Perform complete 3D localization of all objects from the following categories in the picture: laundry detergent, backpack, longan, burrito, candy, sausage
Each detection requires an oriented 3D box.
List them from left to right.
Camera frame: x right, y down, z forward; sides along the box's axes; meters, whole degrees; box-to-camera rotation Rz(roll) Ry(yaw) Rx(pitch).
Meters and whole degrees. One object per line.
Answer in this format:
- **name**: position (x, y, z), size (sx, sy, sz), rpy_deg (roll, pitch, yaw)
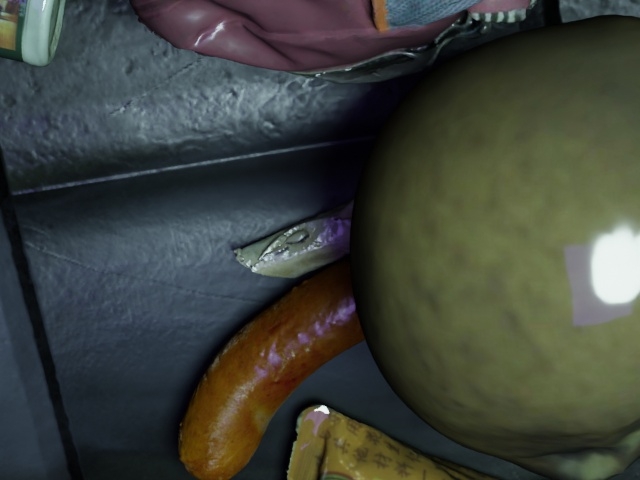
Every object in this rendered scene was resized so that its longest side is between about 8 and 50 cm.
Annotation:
- **laundry detergent**: position (-0.323, -0.212, 0.899), size (0.226, 0.070, 0.099), rpy_deg (13, 117, -3)
- **sausage**: position (-0.024, 0.104, 1.000), size (0.302, 0.076, 0.103), rpy_deg (-40, 100, 14)
- **burrito**: position (0.000, 0.000, 0.984), size (0.149, 0.041, 0.055), rpy_deg (-24, 121, 5)
- **backpack**: position (0.017, -0.211, 0.796), size (0.317, 0.283, 0.197), rpy_deg (-18, 107, 16)
- **candy**: position (0.092, 0.254, 1.045), size (0.271, 0.101, 0.143), rpy_deg (18, 99, 0)
- **longan**: position (0.165, 0.008, 0.737), size (0.319, 0.319, 0.319), rpy_deg (0, 109, 0)
